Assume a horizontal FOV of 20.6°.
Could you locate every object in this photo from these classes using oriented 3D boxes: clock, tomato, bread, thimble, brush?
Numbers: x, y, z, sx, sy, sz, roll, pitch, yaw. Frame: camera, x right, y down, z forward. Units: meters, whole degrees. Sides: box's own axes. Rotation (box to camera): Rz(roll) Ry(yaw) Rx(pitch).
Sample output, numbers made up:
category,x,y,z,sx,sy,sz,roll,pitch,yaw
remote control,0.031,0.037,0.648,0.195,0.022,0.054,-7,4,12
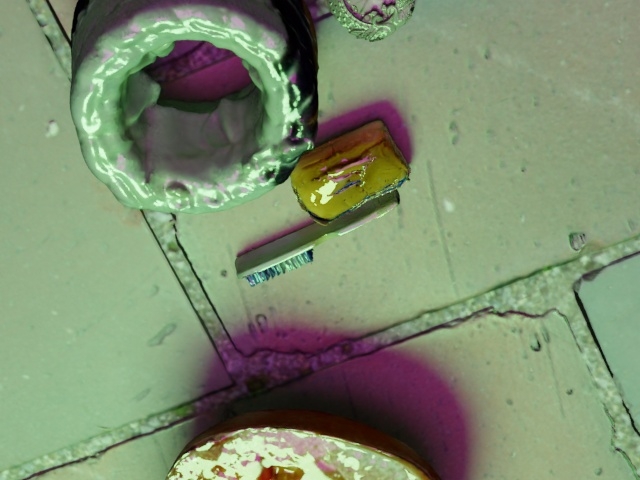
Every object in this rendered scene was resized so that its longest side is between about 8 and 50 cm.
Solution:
category,x,y,z,sx,sy,sz,roll,pitch,yaw
clock,0.043,-0.220,1.587,0.074,0.010,0.083,-38,106,20
tomato,-0.020,0.298,1.768,0.338,0.144,0.338,0,115,-1
bread,0.025,-0.062,1.641,0.106,0.053,0.072,-27,114,10
thimble,-0.115,-0.138,1.546,0.237,0.150,0.237,-1,127,-2
brush,0.000,0.000,1.683,0.178,0.033,0.030,-25,117,15
